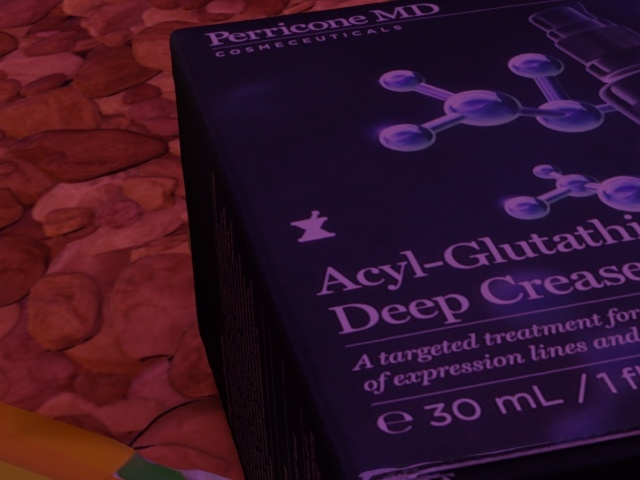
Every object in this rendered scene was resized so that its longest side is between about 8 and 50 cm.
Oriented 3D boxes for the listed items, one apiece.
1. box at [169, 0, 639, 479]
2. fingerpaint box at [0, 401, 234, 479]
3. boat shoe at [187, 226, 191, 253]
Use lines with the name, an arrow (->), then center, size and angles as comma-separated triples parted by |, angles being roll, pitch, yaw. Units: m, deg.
box -> 0.107, 0.047, 0.744 | 0.293, 0.212, 0.395 | -10, 33, -11
fingerpaint box -> -0.066, 0.187, 0.198 | 0.444, 0.163, 0.371 | 16, 23, 11
boat shoe -> 0.000, 0.000, 0.995 | 0.170, 0.063, 0.059 | 6, 28, 10
